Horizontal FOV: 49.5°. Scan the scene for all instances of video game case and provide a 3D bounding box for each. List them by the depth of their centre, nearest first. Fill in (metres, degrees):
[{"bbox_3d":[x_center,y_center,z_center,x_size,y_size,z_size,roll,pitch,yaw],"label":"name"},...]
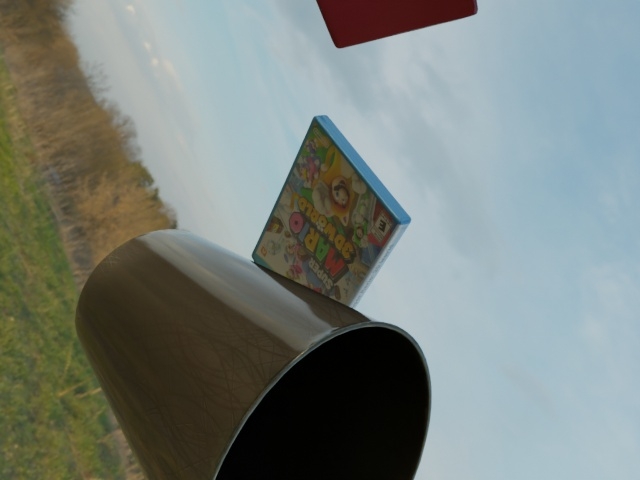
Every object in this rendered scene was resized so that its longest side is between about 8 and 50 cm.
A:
[{"bbox_3d":[0.000,0.000,0.565,0.119,0.015,0.166,54,-43,27],"label":"video game case"}]

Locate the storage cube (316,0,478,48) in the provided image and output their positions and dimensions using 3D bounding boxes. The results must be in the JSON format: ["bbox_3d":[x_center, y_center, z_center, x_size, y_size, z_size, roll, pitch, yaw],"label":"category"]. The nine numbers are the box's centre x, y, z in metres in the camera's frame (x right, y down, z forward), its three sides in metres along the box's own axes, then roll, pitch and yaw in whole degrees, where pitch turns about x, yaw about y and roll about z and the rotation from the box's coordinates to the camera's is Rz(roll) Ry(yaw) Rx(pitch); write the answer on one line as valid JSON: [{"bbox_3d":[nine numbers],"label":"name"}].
[{"bbox_3d":[0.084,-0.383,0.847,0.193,0.215,0.184,61,28,-45],"label":"storage cube"}]

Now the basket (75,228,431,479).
[{"bbox_3d":[-0.063,0.094,0.459,0.227,0.154,0.204,33,-61,47],"label":"basket"}]
